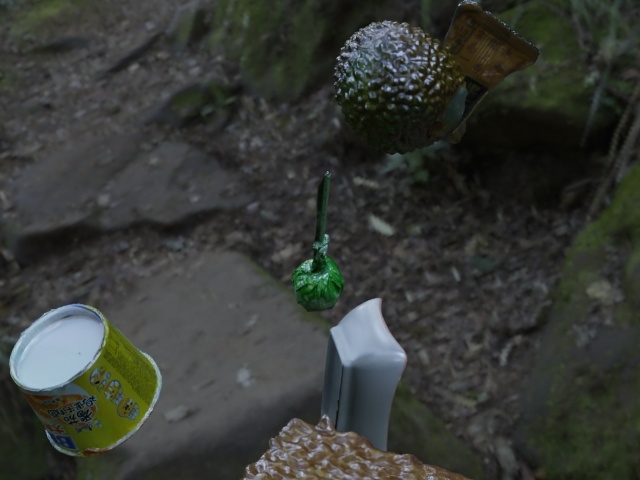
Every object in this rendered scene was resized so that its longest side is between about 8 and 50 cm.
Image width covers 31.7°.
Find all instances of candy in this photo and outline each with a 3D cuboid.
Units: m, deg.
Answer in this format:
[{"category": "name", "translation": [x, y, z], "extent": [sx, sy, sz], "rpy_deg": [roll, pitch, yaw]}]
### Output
[{"category": "candy", "translation": [0.220, -0.250, 1.721], "extent": [0.271, 0.143, 0.101], "rpy_deg": [-55, 11, 54]}, {"category": "candy", "translation": [0.000, 0.002, 1.837], "extent": [0.097, 0.323, 0.097], "rpy_deg": [1, 49, -2]}]

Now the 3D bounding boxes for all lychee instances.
[{"category": "lychee", "translation": [0.089, -0.187, 1.364], "extent": [0.171, 0.171, 0.171], "rpy_deg": [-23, 16, 7]}]

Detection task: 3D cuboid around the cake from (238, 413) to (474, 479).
[{"category": "cake", "translation": [0.009, 0.191, 0.562], "extent": [0.135, 0.147, 0.134], "rpy_deg": [18, 27, 18]}]

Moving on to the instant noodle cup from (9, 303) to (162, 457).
[{"category": "instant noodle cup", "translation": [-0.355, 0.199, 1.684], "extent": [0.204, 0.153, 0.205], "rpy_deg": [-12, 45, 12]}]

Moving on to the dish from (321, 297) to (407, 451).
[{"category": "dish", "translation": [0.049, 0.197, 1.478], "extent": [0.077, 0.212, 0.151], "rpy_deg": [-2, 30, -13]}]
